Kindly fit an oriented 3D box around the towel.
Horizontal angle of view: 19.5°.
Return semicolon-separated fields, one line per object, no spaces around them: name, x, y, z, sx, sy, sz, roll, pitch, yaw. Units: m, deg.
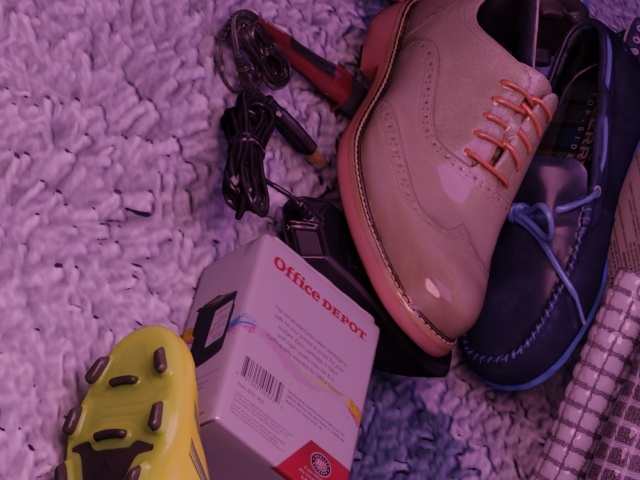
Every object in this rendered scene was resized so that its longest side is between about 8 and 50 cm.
towel;0.322;0.168;1.594;0.283;0.121;0.235;21;89;-44

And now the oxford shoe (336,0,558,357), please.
oxford shoe;0.111;-0.083;1.494;0.140;0.146;0.397;43;35;-35

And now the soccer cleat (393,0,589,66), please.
soccer cleat;0.128;-0.274;1.750;0.331;0.116;0.143;25;39;-45

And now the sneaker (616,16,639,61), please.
sneaker;0.271;-0.151;1.837;0.282;0.099;0.153;13;57;-47

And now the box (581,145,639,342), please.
box;0.319;-0.012;1.690;0.127;0.232;0.148;20;53;-42

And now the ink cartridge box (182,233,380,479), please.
ink cartridge box;-0.036;0.104;1.324;0.127;0.072;0.175;41;41;-26

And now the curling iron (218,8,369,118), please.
curling iron;0.010;-0.115;1.559;0.274;0.035;0.068;28;69;-44

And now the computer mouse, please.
computer mouse;0.000;0.000;1.459;0.262;0.060;0.184;43;23;-28

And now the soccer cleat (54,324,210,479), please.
soccer cleat;-0.098;0.197;1.185;0.121;0.093;0.289;31;47;-49

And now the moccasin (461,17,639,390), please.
moccasin;0.183;-0.040;1.595;0.117;0.137;0.342;52;47;-46
